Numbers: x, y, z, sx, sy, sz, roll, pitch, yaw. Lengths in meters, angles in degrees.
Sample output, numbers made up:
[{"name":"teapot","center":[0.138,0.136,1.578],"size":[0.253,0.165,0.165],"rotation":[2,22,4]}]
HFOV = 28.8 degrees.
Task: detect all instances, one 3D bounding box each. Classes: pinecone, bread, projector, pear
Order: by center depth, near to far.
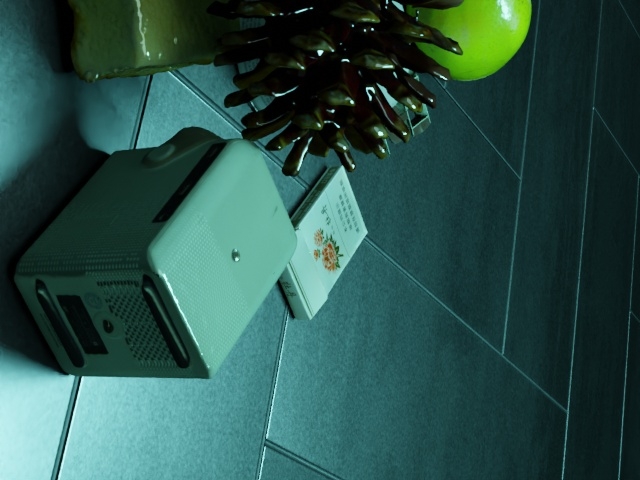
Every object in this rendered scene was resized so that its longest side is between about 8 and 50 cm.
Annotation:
[{"name":"projector","center":[-0.147,0.010,1.195],"size":[0.242,0.177,0.163],"rotation":[-58,136,-43]},{"name":"pinecone","center":[0.008,-0.188,1.222],"size":[0.264,0.264,0.264],"rotation":[11,77,-59]},{"name":"bread","center":[-0.180,-0.303,1.244],"size":[0.184,0.114,0.275],"rotation":[-19,101,-55]},{"name":"pear","center":[0.218,-0.352,1.841],"size":[0.220,0.187,0.188],"rotation":[73,30,-49]}]

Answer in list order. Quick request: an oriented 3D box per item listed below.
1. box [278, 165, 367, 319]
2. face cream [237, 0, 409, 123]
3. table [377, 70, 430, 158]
[{"name":"box","center":[0.000,0.000,1.589],"size":[0.198,0.029,0.109],"rotation":[-56,132,-47]},{"name":"face cream","center":[0.003,-0.233,1.503],"size":[0.177,0.152,0.177],"rotation":[13,74,-57]},{"name":"table","center":[0.077,-0.214,1.711],"size":[0.146,0.062,0.175],"rotation":[-41,121,-53]}]
